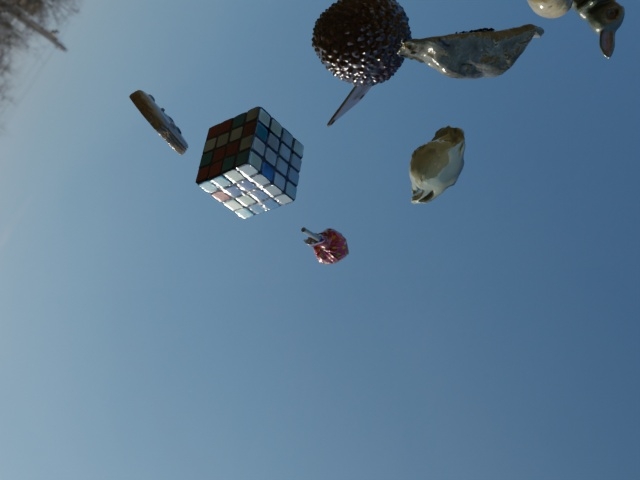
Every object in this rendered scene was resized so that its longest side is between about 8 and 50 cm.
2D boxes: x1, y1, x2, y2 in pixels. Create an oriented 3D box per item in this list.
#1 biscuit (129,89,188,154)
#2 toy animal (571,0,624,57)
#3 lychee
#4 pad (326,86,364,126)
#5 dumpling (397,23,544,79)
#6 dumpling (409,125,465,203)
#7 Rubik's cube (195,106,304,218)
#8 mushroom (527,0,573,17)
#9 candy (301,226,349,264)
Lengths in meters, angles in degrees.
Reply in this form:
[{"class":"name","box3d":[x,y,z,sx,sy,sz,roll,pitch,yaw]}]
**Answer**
[{"class":"biscuit","box3d":[-0.409,-0.307,1.706,0.049,0.208,0.181,-40,-120,1]},{"class":"toy animal","box3d":[0.765,-0.624,1.814,0.251,0.127,0.125,65,-29,10]},{"class":"lychee","box3d":[0.106,-0.550,1.809,0.267,0.267,0.268,-31,-140,30]},{"class":"pad","box3d":[0.150,-0.530,2.265,0.286,0.018,0.284,-48,180,43]},{"class":"dumpling","box3d":[0.325,-0.405,1.485,0.166,0.331,0.086,117,-35,-73]},{"class":"dumpling","box3d":[0.332,-0.226,1.957,0.258,0.147,0.193,-62,-157,14]},{"class":"Rubik's cube","box3d":[-0.145,-0.161,1.396,0.151,0.154,0.155,-16,-127,33]},{"class":"mushroom","box3d":[0.561,-0.625,1.604,0.127,0.166,0.166,-13,-130,39]},{"class":"candy","box3d":[0.000,0.000,2.106,0.124,0.365,0.124,-2,-99,15]}]
